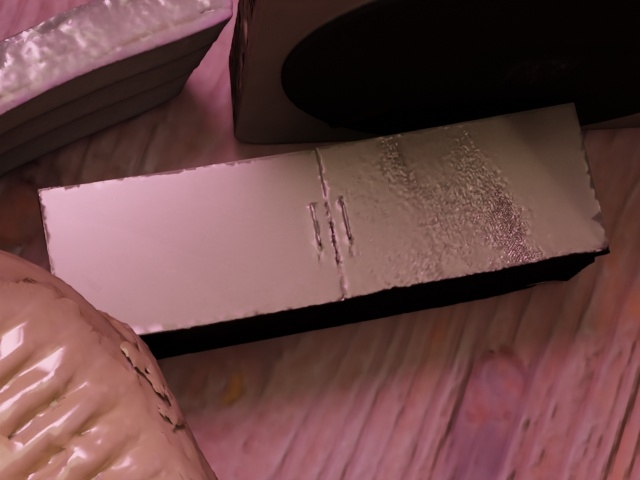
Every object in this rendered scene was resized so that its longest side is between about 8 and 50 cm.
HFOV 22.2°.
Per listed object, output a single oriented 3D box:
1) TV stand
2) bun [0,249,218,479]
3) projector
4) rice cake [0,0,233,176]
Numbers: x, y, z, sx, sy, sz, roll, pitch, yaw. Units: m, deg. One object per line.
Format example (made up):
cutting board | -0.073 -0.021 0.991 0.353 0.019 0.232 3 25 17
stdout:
TV stand | 0.000 0.000 0.818 0.270 0.088 0.082 -11 77 -9
bun | -0.209 0.158 0.693 0.360 0.211 0.359 3 80 -16
projector | 0.092 -0.117 0.771 0.259 0.257 0.079 -4 76 -8
rice cake | -0.156 -0.058 0.785 0.237 0.127 0.043 -30 86 -21
